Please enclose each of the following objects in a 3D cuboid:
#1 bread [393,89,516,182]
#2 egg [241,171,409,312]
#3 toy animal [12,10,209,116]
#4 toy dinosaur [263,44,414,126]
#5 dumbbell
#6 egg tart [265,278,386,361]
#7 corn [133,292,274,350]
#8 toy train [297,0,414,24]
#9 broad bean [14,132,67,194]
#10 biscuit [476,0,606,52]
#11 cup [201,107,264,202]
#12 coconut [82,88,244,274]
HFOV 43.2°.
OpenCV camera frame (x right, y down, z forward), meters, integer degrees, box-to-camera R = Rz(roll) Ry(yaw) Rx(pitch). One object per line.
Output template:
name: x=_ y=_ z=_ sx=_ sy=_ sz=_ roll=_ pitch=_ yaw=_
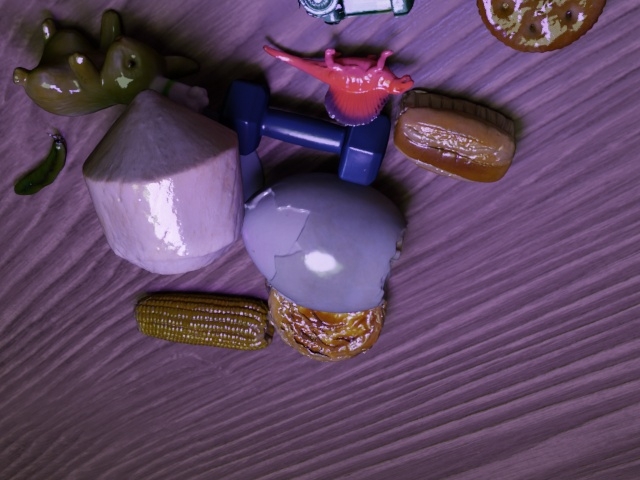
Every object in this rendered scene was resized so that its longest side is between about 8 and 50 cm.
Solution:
bread: x=0.251 y=-0.191 z=1.531 sx=0.237 sy=0.106 sz=0.140 roll=17 pitch=133 yaw=0
egg: x=0.000 y=0.000 z=1.635 sx=0.336 sy=0.278 sz=0.278 roll=15 pitch=131 yaw=2
toy animal: x=-0.384 y=-0.328 z=1.526 sx=0.363 sy=0.181 sz=0.180 roll=-4 pitch=137 yaw=18
toy dinosaur: x=0.028 y=-0.282 z=1.488 sx=0.286 sy=0.070 sz=0.138 roll=6 pitch=94 yaw=11
dumbbell: x=-0.032 y=-0.211 z=1.556 sx=0.325 sy=0.159 sz=0.144 roll=14 pitch=161 yaw=3
egg tart: x=0.012 y=0.139 z=1.859 sx=0.297 sy=0.132 sz=0.297 roll=3 pitch=115 yaw=7
corn: x=-0.286 y=0.195 z=1.966 sx=0.345 sy=0.131 sz=0.131 roll=3 pitch=130 yaw=11
toy train: x=0.045 y=-0.500 z=1.316 sx=0.203 sy=0.120 sz=0.300 roll=-4 pitch=128 yaw=12
broad bean: x=-0.618 y=-0.161 z=1.804 sx=0.069 sy=0.039 sz=0.227 roll=30 pitch=129 yaw=-20
biscuit: x=0.366 y=-0.418 z=1.342 sx=0.221 sy=0.066 sz=0.220 roll=5 pitch=127 yaw=7
cup: x=-0.304 y=-0.105 z=1.696 sx=0.348 sy=0.163 sz=0.347 roll=6 pitch=129 yaw=8
coconut: x=-0.272 y=-0.109 z=1.427 sx=0.329 sy=0.328 sz=0.328 roll=7 pitch=130 yaw=8
